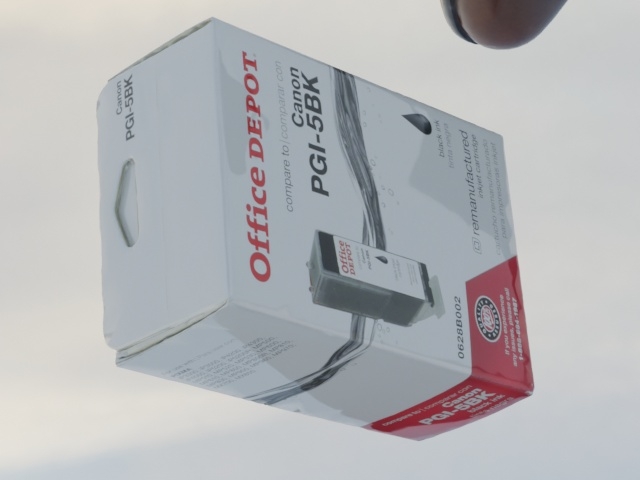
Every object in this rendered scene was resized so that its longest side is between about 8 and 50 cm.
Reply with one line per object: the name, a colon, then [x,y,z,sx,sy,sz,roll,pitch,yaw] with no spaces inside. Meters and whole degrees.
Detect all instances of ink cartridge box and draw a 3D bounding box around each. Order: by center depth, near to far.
ink cartridge box: [0.000,0.000,0.631,0.135,0.099,0.056,18,147,-41]

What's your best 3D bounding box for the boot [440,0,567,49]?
boot: [0.202,-0.137,0.844,0.280,0.264,0.096,44,-163,32]
